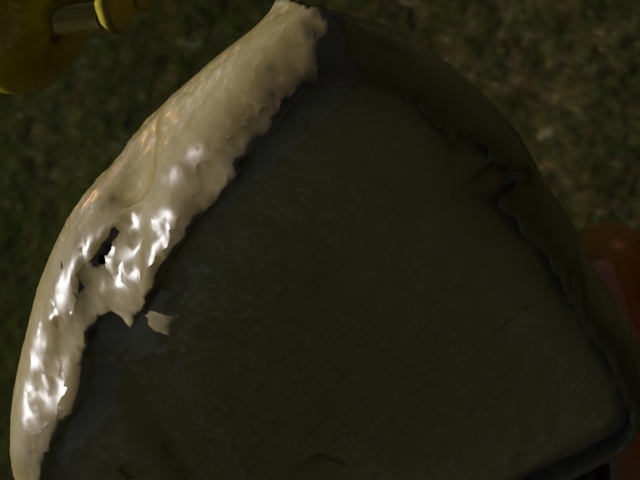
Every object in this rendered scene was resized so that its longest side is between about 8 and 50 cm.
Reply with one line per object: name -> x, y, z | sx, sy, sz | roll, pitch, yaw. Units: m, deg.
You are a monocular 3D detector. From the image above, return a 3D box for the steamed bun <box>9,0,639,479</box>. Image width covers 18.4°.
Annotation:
steamed bun -> -0.019, 0.020, 0.683 | 0.212, 0.231, 0.110 | -27, 41, 10

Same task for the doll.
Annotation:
doll -> -0.318, -0.206, 1.817 | 0.363, 0.199, 0.145 | -2, 114, 27

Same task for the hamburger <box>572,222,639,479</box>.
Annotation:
hamburger -> 0.175, 0.184, 1.474 | 0.277, 0.395, 0.395 | -9, 62, 7
